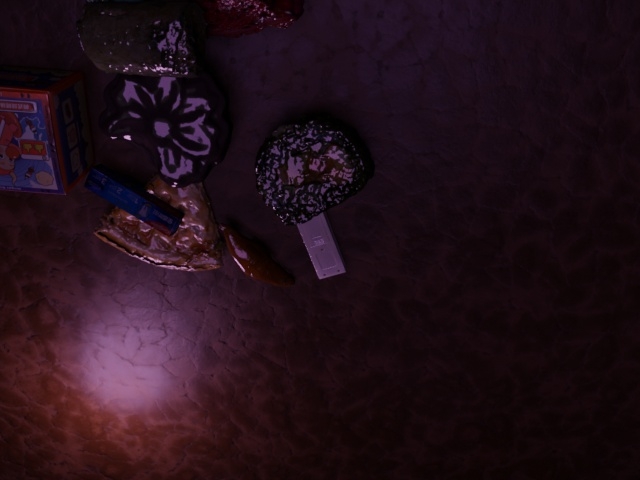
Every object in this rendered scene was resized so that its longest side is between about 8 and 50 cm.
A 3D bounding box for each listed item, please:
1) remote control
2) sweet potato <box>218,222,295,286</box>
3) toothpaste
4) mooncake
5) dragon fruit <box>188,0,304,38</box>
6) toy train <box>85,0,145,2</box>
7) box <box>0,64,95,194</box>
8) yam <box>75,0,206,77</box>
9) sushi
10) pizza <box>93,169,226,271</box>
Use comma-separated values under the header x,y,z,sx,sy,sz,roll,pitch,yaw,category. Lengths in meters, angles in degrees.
x,y,z,sx,sy,sz,roll,pitch,yaw,category
0.000,0.000,1.946,0.102,0.056,0.277,-16,119,11,remote control
-0.230,0.069,1.965,0.112,0.112,0.359,-33,116,19,sweet potato
-0.596,-0.129,1.818,0.320,0.066,0.076,31,110,-2,toothpaste
-0.441,-0.356,1.660,0.380,0.212,0.351,30,101,-11,mooncake
-0.207,-0.640,1.485,0.329,0.240,0.302,24,127,-4,dragon fruit
-0.561,-0.613,1.575,0.159,0.101,0.248,11,138,-13,toy train
-0.899,-0.330,1.681,0.348,0.257,0.319,5,121,-1,box
-0.437,-0.513,1.446,0.299,0.195,0.195,6,120,11,yam
-0.032,-0.230,1.734,0.351,0.178,0.294,-26,103,17,sushi
-0.501,-0.028,1.938,0.434,0.080,0.392,-33,113,20,pizza
